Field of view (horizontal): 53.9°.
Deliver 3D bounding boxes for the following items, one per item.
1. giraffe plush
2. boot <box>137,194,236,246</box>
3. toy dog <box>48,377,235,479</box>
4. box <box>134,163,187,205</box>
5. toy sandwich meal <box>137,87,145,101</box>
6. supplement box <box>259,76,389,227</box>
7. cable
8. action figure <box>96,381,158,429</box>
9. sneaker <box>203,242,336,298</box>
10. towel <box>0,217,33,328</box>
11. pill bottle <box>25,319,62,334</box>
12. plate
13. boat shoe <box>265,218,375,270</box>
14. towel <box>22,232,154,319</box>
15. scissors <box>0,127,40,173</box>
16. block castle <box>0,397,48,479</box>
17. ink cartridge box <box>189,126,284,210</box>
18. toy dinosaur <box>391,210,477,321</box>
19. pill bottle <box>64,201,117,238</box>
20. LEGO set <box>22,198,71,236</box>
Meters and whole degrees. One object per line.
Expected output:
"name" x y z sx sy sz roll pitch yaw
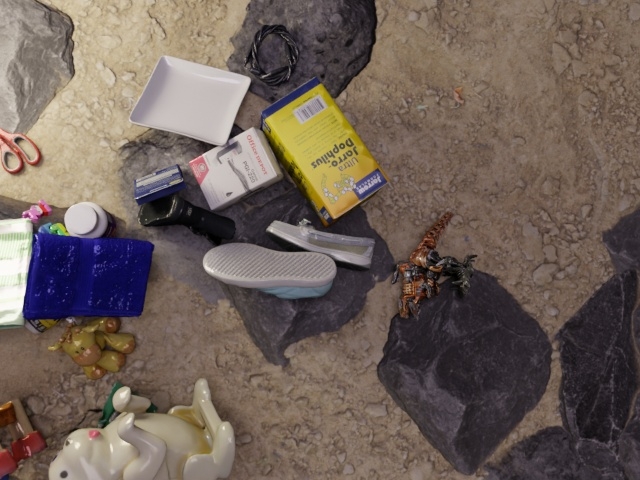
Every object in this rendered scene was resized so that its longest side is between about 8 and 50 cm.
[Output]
"giraffe plush" -0.618 0.272 1.672 0.210 0.170 0.181 34 81 -2
"boot" -0.374 -0.051 1.763 0.207 0.246 0.094 28 71 -38
"toy dog" -0.467 0.555 1.592 0.407 0.284 0.396 -1 121 -27
"box" -0.440 -0.150 1.719 0.136 0.225 0.037 -22 111 -8
"toy sandwich meal" -0.491 -0.411 1.837 0.085 0.029 0.086 0 85 -3
"supplement box" 0.003 -0.242 1.788 0.195 0.194 0.357 -35 88 -9
"cable" -0.137 -0.561 1.884 0.150 0.047 0.185 26 81 -3
"action figure" -0.566 0.520 1.709 0.137 0.063 0.232 34 85 -5
"sneaker" -0.143 0.109 1.755 0.365 0.150 0.135 8 49 0
"towel" -0.892 0.087 1.661 0.247 0.038 0.325 -5 58 -5
"pill bottle" -0.704 0.150 1.702 0.208 0.119 0.119 -33 88 -9
"plate" -0.366 -0.393 1.796 0.277 0.045 0.277 15 58 0
"boat shoe" 0.002 0.000 1.806 0.320 0.118 0.103 17 76 -8
"towel" -0.592 0.102 1.627 0.308 0.076 0.228 3 108 -36
"scissors" -0.917 -0.317 1.784 0.109 0.021 0.297 -39 88 -7
"block castle" -0.934 0.589 1.535 0.453 0.303 0.213 -25 88 -8
"ink cartridge box" -0.235 -0.199 1.779 0.217 0.092 0.159 -26 87 9
"toy dinosaur" 0.328 0.079 1.821 0.218 0.164 0.322 17 103 12
"pill bottle" -0.621 -0.045 1.696 0.108 0.193 0.108 1 84 -6
"LEGO set" -0.733 0.007 1.701 0.227 0.087 0.093 45 48 17
